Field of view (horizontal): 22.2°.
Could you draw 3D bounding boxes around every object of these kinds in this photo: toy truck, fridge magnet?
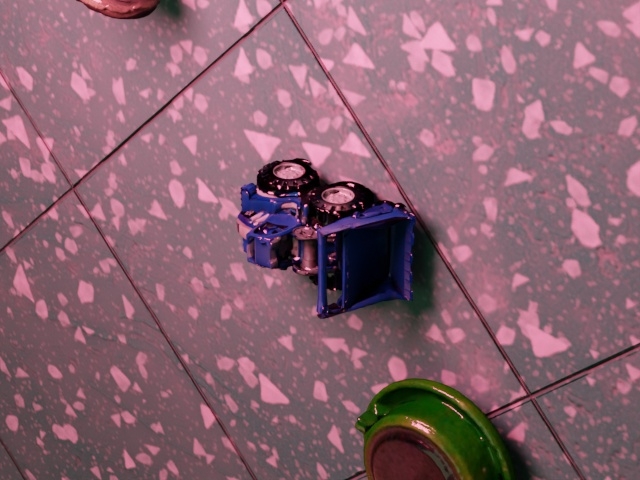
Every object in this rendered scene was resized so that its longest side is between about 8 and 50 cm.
[{"bbox_3d":[0.000,0.000,1.773,0.208,0.126,0.113,20,125,33],"label":"toy truck"},{"bbox_3d":[0.128,0.252,1.822,0.208,0.088,0.208,21,125,34],"label":"fridge magnet"}]

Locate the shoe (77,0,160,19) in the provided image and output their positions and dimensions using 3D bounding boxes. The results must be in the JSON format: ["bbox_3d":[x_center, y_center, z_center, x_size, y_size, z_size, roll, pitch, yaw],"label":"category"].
[{"bbox_3d":[-0.260,-0.410,1.801,0.336,0.132,0.171,53,128,11],"label":"shoe"}]
